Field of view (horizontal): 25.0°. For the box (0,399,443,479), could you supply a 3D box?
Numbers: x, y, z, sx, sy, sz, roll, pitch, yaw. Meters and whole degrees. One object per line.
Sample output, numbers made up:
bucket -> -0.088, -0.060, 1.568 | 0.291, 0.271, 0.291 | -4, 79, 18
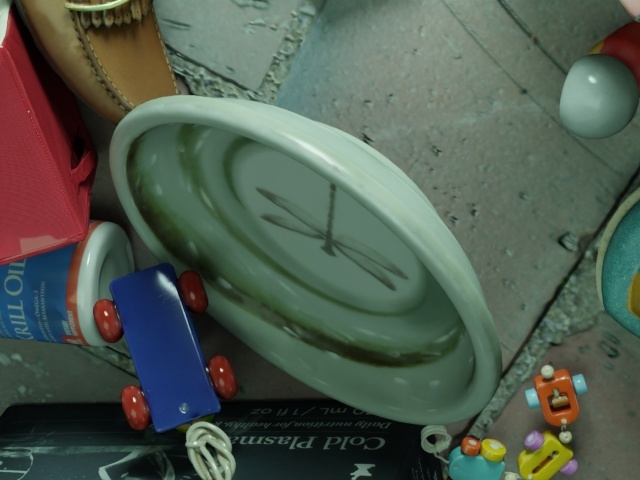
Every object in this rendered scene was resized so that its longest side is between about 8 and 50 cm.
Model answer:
box -> -0.150, 0.386, 1.344 | 0.480, 0.472, 0.297 | -3, 114, 16

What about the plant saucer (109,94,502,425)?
plant saucer -> 0.000, 0.000, 1.270 | 0.400, 0.100, 0.400 | 29, 153, 16

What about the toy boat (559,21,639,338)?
toy boat -> 0.306, -0.029, 1.187 | 0.267, 0.148, 0.318 | -27, 101, 40

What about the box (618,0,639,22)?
box -> 0.241, -0.280, 1.046 | 0.148, 0.127, 0.232 | -48, 60, 29

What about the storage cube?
storage cube -> -0.325, -0.094, 1.286 | 0.215, 0.183, 0.193 | -15, 119, 4

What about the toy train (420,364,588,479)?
toy train -> 0.183, 0.181, 1.389 | 0.166, 0.046, 0.125 | -21, 114, 9

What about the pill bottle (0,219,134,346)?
pill bottle -> -0.306, 0.035, 1.415 | 0.221, 0.124, 0.124 | 4, 116, 14

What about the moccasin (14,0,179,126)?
moccasin -> -0.189, -0.279, 1.233 | 0.147, 0.139, 0.380 | -5, 105, 27

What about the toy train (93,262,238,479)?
toy train -> -0.126, 0.157, 1.360 | 0.105, 0.143, 0.248 | -19, 73, -5
